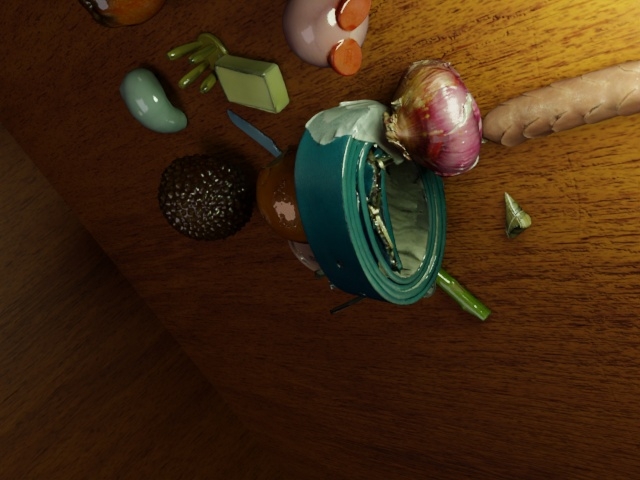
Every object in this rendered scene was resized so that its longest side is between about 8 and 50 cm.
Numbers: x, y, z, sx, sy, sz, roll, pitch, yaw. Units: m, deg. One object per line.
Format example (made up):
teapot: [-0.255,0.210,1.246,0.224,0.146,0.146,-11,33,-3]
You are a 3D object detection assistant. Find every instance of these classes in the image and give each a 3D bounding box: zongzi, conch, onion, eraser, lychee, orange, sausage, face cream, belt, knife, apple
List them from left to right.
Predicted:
apple: [-0.469,-0.602,1.762,0.230,0.230,0.230,32,149,22]
conch: [-0.483,-0.388,2.179,0.221,0.121,0.185,54,180,-25]
lychee: [-0.315,-0.125,2.150,0.267,0.267,0.267,32,149,22]
eraser: [-0.164,-0.375,1.812,0.172,0.058,0.117,19,146,35]
knife: [-0.132,-0.247,1.986,0.313,0.019,0.044,38,143,14]
orange: [-0.035,-0.112,1.812,0.240,0.240,0.240,32,149,22]
face cream: [0.000,0.000,2.039,0.149,0.104,0.149,32,149,23]
belt: [0.112,-0.075,1.594,0.173,0.300,0.436,12,128,43]
onion: [0.196,-0.215,1.413,0.230,0.163,0.230,52,158,32]
zongzi: [0.385,-0.050,1.553,0.083,0.040,0.076,53,159,10]
sausage: [0.414,-0.223,1.244,0.433,0.088,0.088,-10,120,56]

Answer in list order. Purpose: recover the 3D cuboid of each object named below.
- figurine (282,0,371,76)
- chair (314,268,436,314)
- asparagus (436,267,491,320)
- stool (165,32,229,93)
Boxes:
figurine: [0.008,-0.412,1.438,0.173,0.173,0.173,32,149,22]
chair: [0.131,0.067,1.872,0.275,0.190,0.203,-18,125,9]
asparagus: [0.334,0.127,1.841,0.178,0.041,0.045,41,120,6]
stool: [-0.293,-0.432,1.857,0.134,0.110,0.135,47,150,-1]
